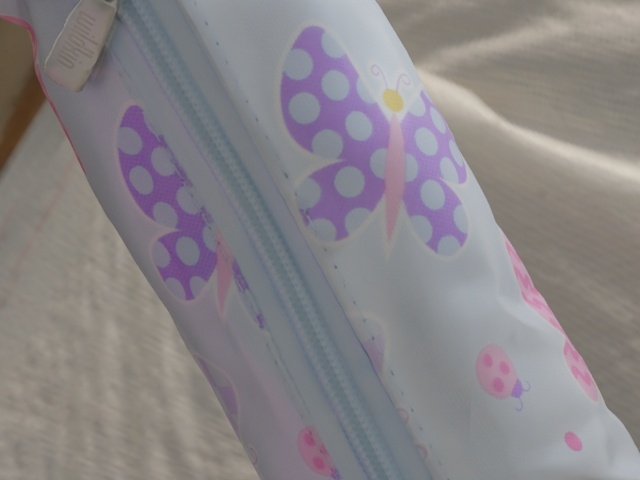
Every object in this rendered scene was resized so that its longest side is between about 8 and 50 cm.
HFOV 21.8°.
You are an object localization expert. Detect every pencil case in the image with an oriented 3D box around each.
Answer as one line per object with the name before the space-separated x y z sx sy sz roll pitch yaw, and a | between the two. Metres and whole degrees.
pencil case | 0.000 0.000 0.506 0.113 0.124 0.273 -30 -84 -1
